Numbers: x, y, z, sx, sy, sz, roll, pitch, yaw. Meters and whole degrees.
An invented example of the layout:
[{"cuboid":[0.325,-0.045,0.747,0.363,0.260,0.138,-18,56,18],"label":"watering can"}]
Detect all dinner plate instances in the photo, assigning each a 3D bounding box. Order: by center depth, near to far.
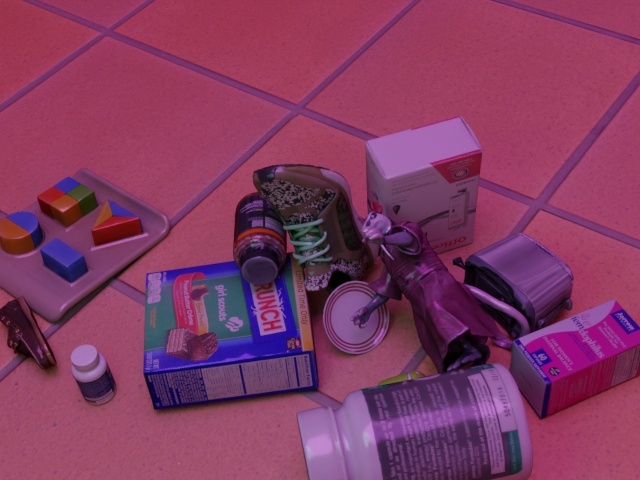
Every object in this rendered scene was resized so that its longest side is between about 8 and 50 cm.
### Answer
[{"cuboid":[0.068,0.149,1.852,0.141,0.141,0.017,-32,7,-22],"label":"dinner plate"}]

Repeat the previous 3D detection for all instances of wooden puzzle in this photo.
[{"cuboid":[-0.558,-0.015,2.092,0.322,0.080,0.348,28,56,29],"label":"wooden puzzle"}]

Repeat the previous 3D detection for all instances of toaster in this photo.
[{"cuboid":[0.384,0.080,1.864,0.146,0.129,0.227,-27,47,-24],"label":"toaster"}]

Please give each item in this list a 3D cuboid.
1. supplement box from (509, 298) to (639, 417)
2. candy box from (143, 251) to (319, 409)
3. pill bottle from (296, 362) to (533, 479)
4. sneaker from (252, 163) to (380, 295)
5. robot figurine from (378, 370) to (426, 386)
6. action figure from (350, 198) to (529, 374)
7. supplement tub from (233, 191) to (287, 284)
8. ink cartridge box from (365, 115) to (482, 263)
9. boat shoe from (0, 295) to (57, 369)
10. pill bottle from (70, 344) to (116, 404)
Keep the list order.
[{"cuboid":[0.470,0.214,1.736,0.220,0.114,0.111,-20,47,-15],"label":"supplement box"},{"cuboid":[-0.174,0.170,1.841,0.317,0.122,0.268,-7,43,-3],"label":"candy box"},{"cuboid":[0.152,0.335,1.591,0.361,0.204,0.204,-10,46,-4],"label":"pill bottle"},{"cuboid":[0.000,0.000,1.822,0.158,0.410,0.182,-10,57,27],"label":"sneaker"},{"cuboid":[0.149,0.277,1.732,0.115,0.101,0.067,-21,82,9],"label":"robot figurine"},{"cuboid":[0.198,0.064,1.747,0.276,0.248,0.370,-21,67,-23],"label":"action figure"},{"cuboid":[-0.118,-0.001,1.855,0.106,0.106,0.198,-5,38,2],"label":"supplement tub"},{"cuboid":[0.208,-0.093,1.941,0.207,0.283,0.117,-17,51,-9],"label":"ink cartridge box"},{"cuboid":[-0.591,0.194,1.906,0.073,0.073,0.207,-29,43,-17],"label":"boat shoe"},{"cuboid":[-0.430,0.251,1.796,0.067,0.120,0.067,-3,47,3],"label":"pill bottle"}]
